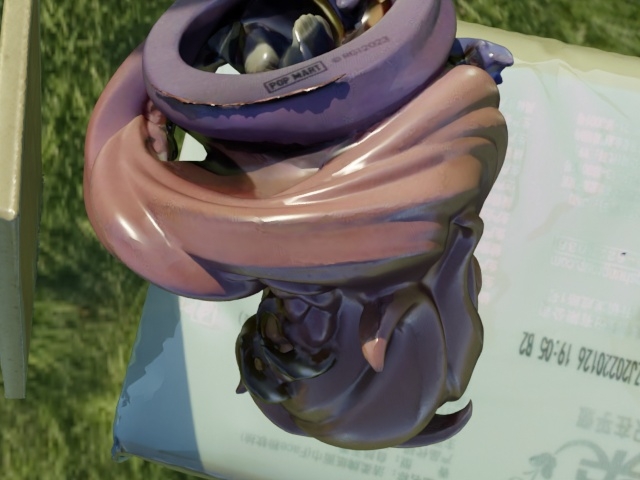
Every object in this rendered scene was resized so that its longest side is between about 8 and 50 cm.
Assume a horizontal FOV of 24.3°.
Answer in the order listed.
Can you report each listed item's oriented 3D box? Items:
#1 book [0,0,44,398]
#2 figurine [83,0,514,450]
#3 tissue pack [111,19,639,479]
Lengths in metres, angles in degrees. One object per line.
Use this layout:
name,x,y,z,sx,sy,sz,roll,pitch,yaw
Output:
book,-0.167,-0.031,0.823,0.018,0.170,0.242,3,153,-8
figurine,0.003,-0.001,0.421,0.126,0.114,0.157,-23,106,-16
tissue pack,0.103,0.029,0.996,0.405,0.205,0.332,13,90,7
